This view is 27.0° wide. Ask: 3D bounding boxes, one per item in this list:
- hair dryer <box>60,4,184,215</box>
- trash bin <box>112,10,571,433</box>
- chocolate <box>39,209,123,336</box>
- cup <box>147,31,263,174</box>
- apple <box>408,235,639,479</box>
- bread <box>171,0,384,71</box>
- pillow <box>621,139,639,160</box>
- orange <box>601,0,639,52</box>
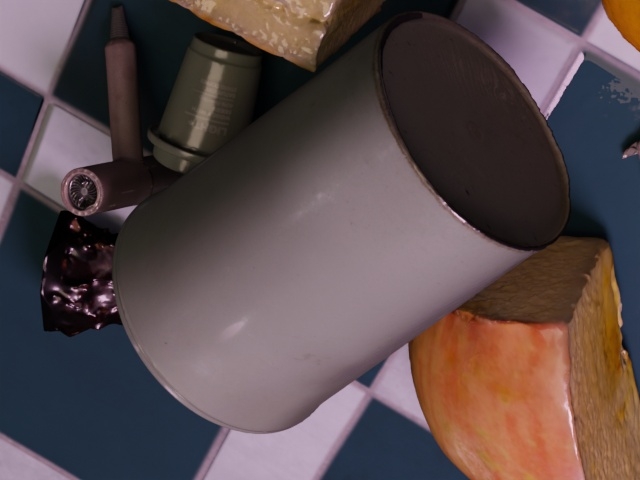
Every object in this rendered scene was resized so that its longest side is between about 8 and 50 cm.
[{"bbox_3d":[-0.220,-0.145,1.444,0.054,0.195,0.220,-4,98,22],"label":"hair dryer"},{"bbox_3d":[0.000,0.000,1.282,0.280,0.280,0.432,49,128,-7],"label":"trash bin"},{"bbox_3d":[-0.247,0.044,1.566,0.133,0.156,0.156,7,117,-1],"label":"chocolate"},{"bbox_3d":[-0.119,-0.147,1.436,0.120,0.120,0.141,19,111,10],"label":"cup"},{"bbox_3d":[0.230,0.161,1.407,0.252,0.314,0.309,-17,113,-19],"label":"apple"},{"bbox_3d":[-0.052,-0.290,1.272,0.239,0.246,0.111,28,123,8],"label":"bread"},{"bbox_3d":[0.410,-0.005,1.343,0.169,0.059,0.255,-12,108,21],"label":"pillow"},{"bbox_3d":[0.355,-0.251,1.178,0.219,0.193,0.219,9,106,31],"label":"orange"}]
